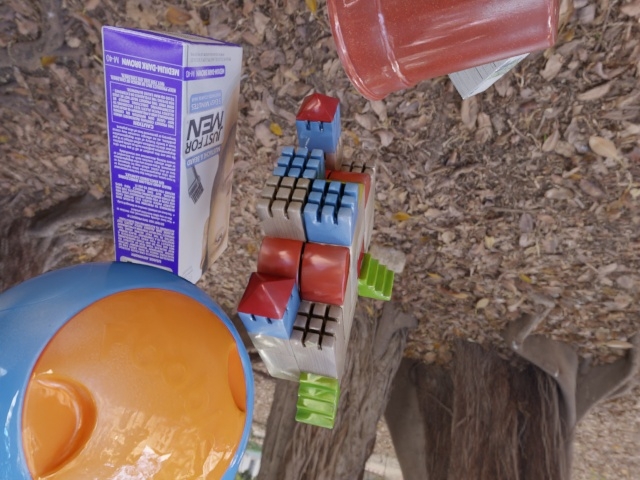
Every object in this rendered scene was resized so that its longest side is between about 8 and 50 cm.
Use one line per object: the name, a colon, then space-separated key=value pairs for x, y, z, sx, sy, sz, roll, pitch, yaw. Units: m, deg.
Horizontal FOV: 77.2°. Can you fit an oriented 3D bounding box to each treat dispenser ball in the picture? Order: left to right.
treat dispenser ball: x=-0.211 y=0.164 z=0.394 sx=0.288 sy=0.288 sz=0.288 roll=13 pitch=150 yaw=8

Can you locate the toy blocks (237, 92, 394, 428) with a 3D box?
toy blocks: x=0.000 y=0.000 z=0.512 sx=0.190 sy=0.382 sz=0.261 roll=8 pitch=145 yaw=12

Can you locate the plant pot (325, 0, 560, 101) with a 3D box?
plant pot: x=0.186 y=-0.358 z=0.567 sx=0.265 sy=0.273 sz=0.272 roll=3 pitch=147 yaw=32

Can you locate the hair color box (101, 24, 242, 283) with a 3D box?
hair color box: x=-0.203 y=-0.109 z=0.580 sx=0.110 sy=0.185 sz=0.339 roll=15 pitch=117 yaw=4

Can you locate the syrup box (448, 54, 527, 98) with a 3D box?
syrup box: x=0.438 y=-0.467 z=1.000 sx=0.096 sy=0.093 sz=0.237 roll=60 pitch=157 yaw=4
